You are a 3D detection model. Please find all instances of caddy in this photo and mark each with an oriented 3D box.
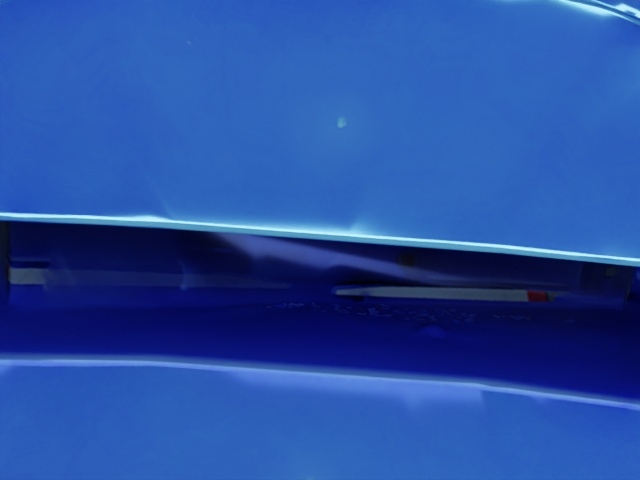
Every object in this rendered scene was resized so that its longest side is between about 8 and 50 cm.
[{"bbox_3d":[0.000,0.000,0.547,0.341,0.179,0.241,5,103,-3],"label":"caddy"}]
